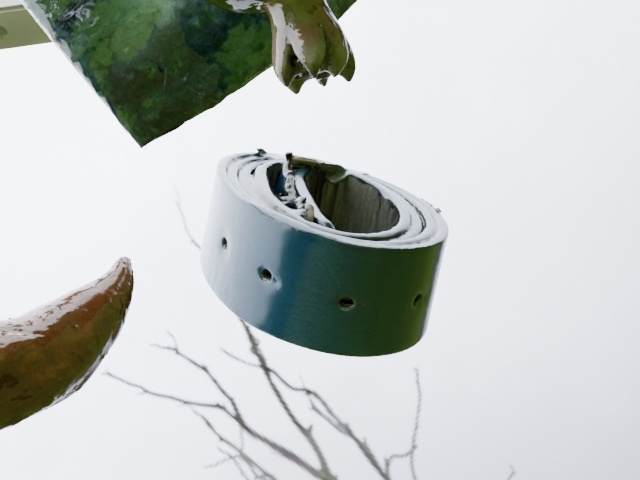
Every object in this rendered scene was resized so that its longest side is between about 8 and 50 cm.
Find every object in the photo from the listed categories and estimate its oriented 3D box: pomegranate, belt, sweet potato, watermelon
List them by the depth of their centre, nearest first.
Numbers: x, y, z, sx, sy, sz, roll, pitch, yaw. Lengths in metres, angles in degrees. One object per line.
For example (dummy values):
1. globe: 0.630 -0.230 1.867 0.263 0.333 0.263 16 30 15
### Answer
1. pomegranate: -0.019 -0.147 0.437 0.114 0.114 0.142 -13 -90 -43
2. watermelon: -0.107 -0.170 0.609 0.213 0.262 0.201 -31 -22 -10
3. sweet potato: -0.287 0.119 0.682 0.354 0.106 0.095 -27 -30 -28
4. belt: 0.000 0.001 1.141 0.300 0.436 0.173 8 -69 -17

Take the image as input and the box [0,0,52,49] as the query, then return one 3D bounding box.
1. box: -0.340 -0.267 0.925 0.129 0.130 0.051 -9 -41 -1
